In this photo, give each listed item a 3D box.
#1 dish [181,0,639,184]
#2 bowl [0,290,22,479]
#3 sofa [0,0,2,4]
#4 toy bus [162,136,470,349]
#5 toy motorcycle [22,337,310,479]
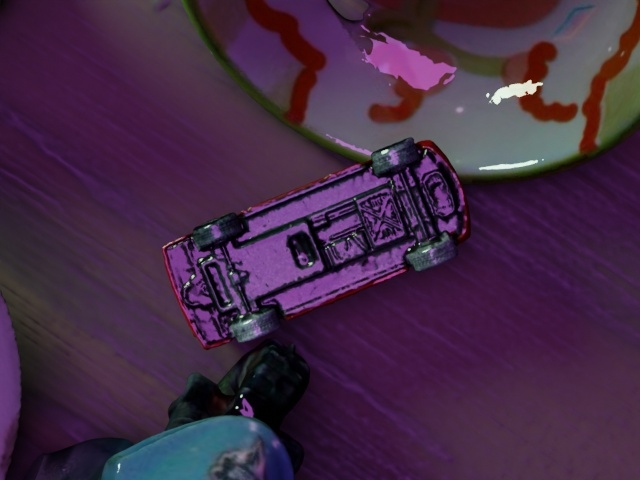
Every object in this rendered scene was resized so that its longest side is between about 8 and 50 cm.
[{"bbox_3d":[0.077,-0.191,1.190,0.324,0.324,0.124,18,49,5],"label":"dish"},{"bbox_3d":[-0.420,0.078,1.186,0.435,0.435,0.196,-42,42,0],"label":"bowl"},{"bbox_3d":[-0.314,-0.227,1.219,0.210,0.225,0.176,-5,90,6],"label":"sofa"},{"bbox_3d":[0.000,0.000,1.247,0.195,0.089,0.081,-23,94,3],"label":"toy bus"},{"bbox_3d":[-0.136,0.236,1.173,0.172,0.232,0.416,37,90,-6],"label":"toy motorcycle"}]
